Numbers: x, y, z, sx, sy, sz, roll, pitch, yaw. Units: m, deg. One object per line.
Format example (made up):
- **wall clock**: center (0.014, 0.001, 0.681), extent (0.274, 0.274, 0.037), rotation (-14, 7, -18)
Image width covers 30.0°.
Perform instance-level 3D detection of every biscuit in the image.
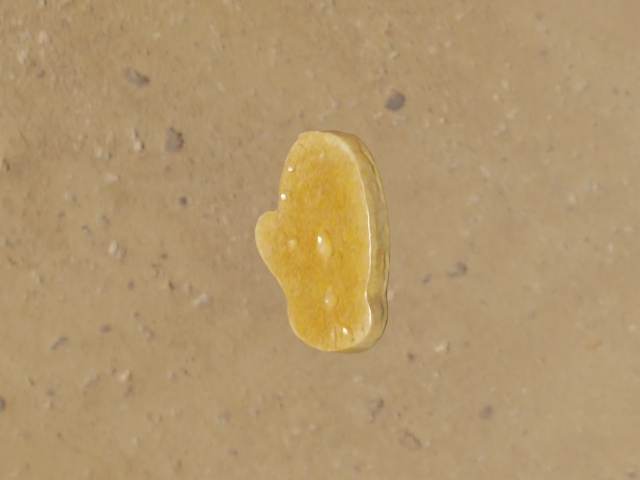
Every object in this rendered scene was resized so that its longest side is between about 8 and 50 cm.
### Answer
- **biscuit**: center (0.001, 0.000, 0.757), extent (0.023, 0.118, 0.140), rotation (-5, 99, -39)
